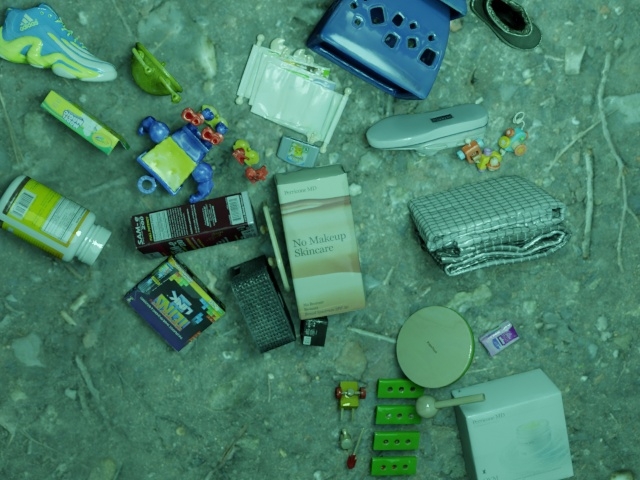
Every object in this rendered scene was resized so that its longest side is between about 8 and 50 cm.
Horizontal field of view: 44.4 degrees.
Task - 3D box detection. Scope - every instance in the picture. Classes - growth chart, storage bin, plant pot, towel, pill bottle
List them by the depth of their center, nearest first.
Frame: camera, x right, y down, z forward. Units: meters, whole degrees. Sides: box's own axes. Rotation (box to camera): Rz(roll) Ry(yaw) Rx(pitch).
[{"bbox_3d":[0.131,-0.415,1.506,0.236,0.236,0.212,29,95,-12],"label":"plant pot"},{"bbox_3d":[-0.540,-0.034,1.594,0.215,0.117,0.117,31,100,-13],"label":"pill bottle"},{"bbox_3d":[-0.054,-0.307,1.621,0.237,0.021,0.172,27,101,-12],"label":"growth chart"},{"bbox_3d":[0.341,-0.028,1.631,0.284,0.235,0.121,-15,112,-1],"label":"towel"},{"bbox_3d":[-0.123,0.135,1.682,0.084,0.122,0.180,-22,106,0],"label":"storage bin"}]

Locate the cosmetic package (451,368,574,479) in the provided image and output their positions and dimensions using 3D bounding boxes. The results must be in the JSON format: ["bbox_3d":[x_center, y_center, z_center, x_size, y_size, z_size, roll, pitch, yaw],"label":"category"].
[{"bbox_3d":[0.444,0.446,1.822,0.224,0.138,0.224,-14,105,-2],"label":"cosmetic package"}]

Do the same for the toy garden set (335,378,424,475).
[{"bbox_3d":[0.129,0.428,1.831,0.204,0.049,0.244,1,106,-8],"label":"toy garden set"}]

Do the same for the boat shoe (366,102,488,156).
[{"bbox_3d":[0.225,-0.215,1.637,0.258,0.095,0.084,-9,131,-1],"label":"boat shoe"}]

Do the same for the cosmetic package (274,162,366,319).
[{"bbox_3d":[0.000,0.000,1.655,0.153,0.129,0.296,-11,106,-2],"label":"cosmetic package"}]

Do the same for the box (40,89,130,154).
[{"bbox_3d":[-0.460,-0.227,1.556,0.179,0.105,0.043,35,93,-14],"label":"box"}]

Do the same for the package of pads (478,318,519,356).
[{"bbox_3d":[0.413,0.225,1.811,0.083,0.032,0.050,-34,109,4],"label":"package of pads"}]

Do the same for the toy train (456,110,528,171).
[{"bbox_3d":[0.373,-0.195,1.652,0.166,0.046,0.125,-31,146,0],"label":"toy train"}]

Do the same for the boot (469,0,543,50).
[{"bbox_3d":[0.382,-0.426,1.535,0.190,0.208,0.076,26,102,-12],"label":"boot"}]

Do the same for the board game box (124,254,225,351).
[{"bbox_3d":[-0.313,0.135,1.701,0.141,0.048,0.170,-41,105,5],"label":"board game box"}]

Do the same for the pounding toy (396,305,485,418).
[{"bbox_3d":[0.281,0.269,1.759,0.183,0.110,0.236,-22,65,27],"label":"pounding toy"}]

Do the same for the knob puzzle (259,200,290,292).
[{"bbox_3d":[-0.098,0.022,1.616,0.030,0.213,0.213,-15,106,-3],"label":"knob puzzle"}]

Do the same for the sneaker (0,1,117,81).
[{"bbox_3d":[-0.506,-0.386,1.515,0.240,0.091,0.126,13,103,-8],"label":"sneaker"}]

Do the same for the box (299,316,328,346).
[{"bbox_3d":[-0.015,0.189,1.729,0.052,0.083,0.062,7,105,-7],"label":"box"}]

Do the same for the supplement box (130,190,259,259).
[{"bbox_3d":[-0.254,-0.029,1.612,0.240,0.130,0.073,-12,79,-2],"label":"supplement box"}]

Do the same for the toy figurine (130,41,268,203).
[{"bbox_3d":[-0.304,-0.185,1.549,0.217,0.191,0.362,-42,104,11],"label":"toy figurine"}]

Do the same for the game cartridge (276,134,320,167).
[{"bbox_3d":[-0.047,-0.185,1.650,0.083,0.017,0.056,17,125,-6],"label":"game cartridge"}]
